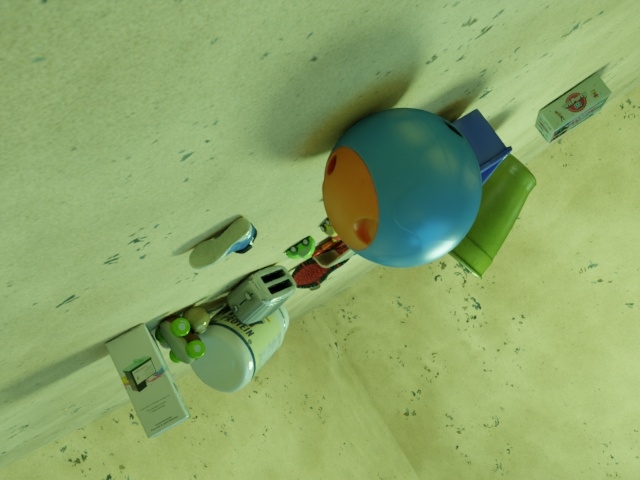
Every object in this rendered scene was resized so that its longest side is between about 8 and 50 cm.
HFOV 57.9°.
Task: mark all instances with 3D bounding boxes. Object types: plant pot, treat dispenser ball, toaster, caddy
[{"bbox_3d":[0.488,-0.123,1.863,0.353,0.366,0.366,-50,168,7],"label":"plant pot"},{"bbox_3d":[0.146,-0.095,1.055,0.288,0.288,0.288,-31,170,-6],"label":"treat dispenser ball"},{"bbox_3d":[-0.177,0.167,1.844,0.146,0.129,0.227,-41,165,35],"label":"toaster"},{"bbox_3d":[0.295,-0.162,1.405,0.341,0.179,0.241,-32,180,0],"label":"caddy"}]

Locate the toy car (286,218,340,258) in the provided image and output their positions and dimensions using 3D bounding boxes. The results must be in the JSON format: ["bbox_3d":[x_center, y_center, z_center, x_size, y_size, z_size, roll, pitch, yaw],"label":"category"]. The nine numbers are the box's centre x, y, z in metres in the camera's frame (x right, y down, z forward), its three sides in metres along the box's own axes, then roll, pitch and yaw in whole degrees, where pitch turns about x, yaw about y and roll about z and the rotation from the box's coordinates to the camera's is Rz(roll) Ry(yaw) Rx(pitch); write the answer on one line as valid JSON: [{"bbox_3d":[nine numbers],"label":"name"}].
[{"bbox_3d":[0.000,0.000,1.775,0.224,0.053,0.239,-33,170,4],"label":"toy car"}]

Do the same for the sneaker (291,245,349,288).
[{"bbox_3d":[0.001,0.110,2.194,0.261,0.104,0.125,-29,172,-15],"label":"sneaker"}]

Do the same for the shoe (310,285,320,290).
[{"bbox_3d":[-0.020,0.163,2.561,0.076,0.058,0.219,-8,160,-15],"label":"shoe"}]

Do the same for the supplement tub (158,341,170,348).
[{"bbox_3d":[-0.456,0.301,1.816,0.071,0.071,0.107,-33,171,7],"label":"supplement tub"}]

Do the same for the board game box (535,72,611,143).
[{"bbox_3d":[0.923,-0.478,2.137,0.224,0.098,0.303,-35,169,15],"label":"board game box"}]

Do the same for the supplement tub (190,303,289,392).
[{"bbox_3d":[-0.263,0.324,1.935,0.235,0.235,0.325,-38,-177,32],"label":"supplement tub"}]

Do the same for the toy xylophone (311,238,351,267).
[{"bbox_3d":[0.119,-0.009,2.017,0.322,0.081,0.236,-38,169,33],"label":"toy xylophone"}]

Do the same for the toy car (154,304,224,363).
[{"bbox_3d":[-0.367,0.257,1.716,0.188,0.149,0.155,-39,-171,-38],"label":"toy car"}]

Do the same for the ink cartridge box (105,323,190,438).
[{"bbox_3d":[-0.472,0.390,1.602,0.117,0.278,0.201,-26,169,-16],"label":"ink cartridge box"}]

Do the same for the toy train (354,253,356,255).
[{"bbox_3d":[0.197,0.005,2.310,0.143,0.105,0.248,-26,176,42],"label":"toy train"}]

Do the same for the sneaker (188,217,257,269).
[{"bbox_3d":[-0.199,0.015,1.216,0.152,0.058,0.084,-39,162,1],"label":"sneaker"}]
